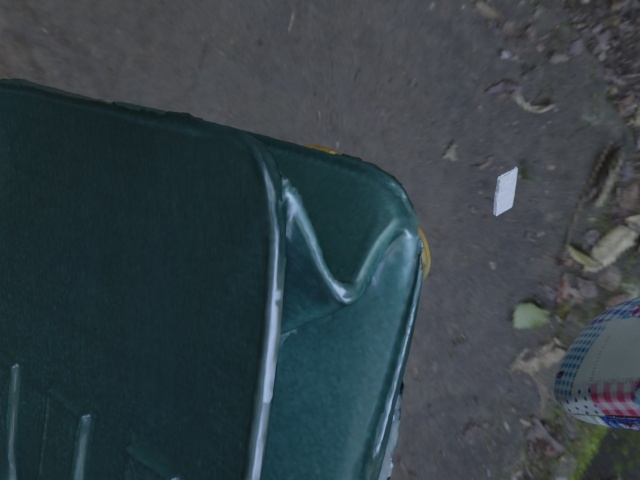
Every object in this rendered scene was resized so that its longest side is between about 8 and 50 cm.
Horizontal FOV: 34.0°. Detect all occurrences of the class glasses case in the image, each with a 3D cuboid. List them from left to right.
[{"bbox_3d":[0.313,0.097,0.852,0.076,0.327,0.125,44,67,-14],"label":"glasses case"}]

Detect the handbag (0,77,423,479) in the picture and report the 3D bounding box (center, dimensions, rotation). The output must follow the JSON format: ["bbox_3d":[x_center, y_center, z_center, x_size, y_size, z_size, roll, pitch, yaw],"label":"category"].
[{"bbox_3d":[-0.095,0.049,0.527,0.089,0.326,0.239,4,100,-40],"label":"handbag"}]

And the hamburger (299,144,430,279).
[{"bbox_3d":[0.001,0.003,1.464,0.284,0.304,0.174,40,71,-12],"label":"hamburger"}]

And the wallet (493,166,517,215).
[{"bbox_3d":[0.300,-0.079,1.697,0.044,0.083,0.011,-30,52,-24],"label":"wallet"}]

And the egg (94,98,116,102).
[{"bbox_3d":[-0.340,-0.128,1.573,0.141,0.141,0.182,37,122,-1],"label":"egg"}]
